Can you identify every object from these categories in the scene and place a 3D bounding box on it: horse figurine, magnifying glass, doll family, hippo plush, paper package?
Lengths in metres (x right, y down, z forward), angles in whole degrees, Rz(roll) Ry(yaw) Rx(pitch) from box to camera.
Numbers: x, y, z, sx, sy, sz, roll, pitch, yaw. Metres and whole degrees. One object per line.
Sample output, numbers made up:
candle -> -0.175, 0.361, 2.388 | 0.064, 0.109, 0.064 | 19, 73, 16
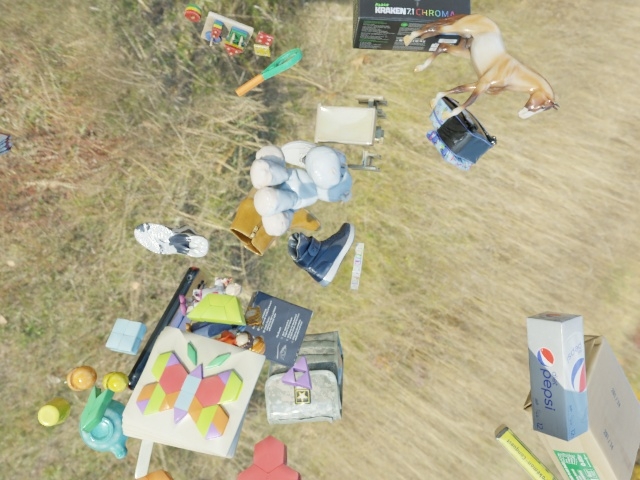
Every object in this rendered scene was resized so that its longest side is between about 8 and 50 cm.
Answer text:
horse figurine -> 0.241, -0.287, 0.883 | 0.174, 0.264, 0.066 | -20, 149, 5
magnifying glass -> -0.154, -0.505, 1.666 | 0.230, 0.092, 0.026 | -31, 123, 2
doll family -> -0.200, 0.193, 1.173 | 0.163, 0.263, 0.119 | -14, 126, -8
hippo plush -> -0.034, -0.130, 1.500 | 0.294, 0.236, 0.235 | 63, 24, -49
paper package -> 0.757, 0.489, 1.581 | 0.309, 0.168, 0.325 | -45, 109, -38

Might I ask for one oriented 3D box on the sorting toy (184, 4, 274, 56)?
sorting toy -> -0.269, -0.591, 1.627 | 0.274, 0.132, 0.046 | 15, 76, -19

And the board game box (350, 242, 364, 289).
board game box -> 0.122, 0.087, 1.838 | 0.154, 0.026, 0.104 | 90, 9, -64

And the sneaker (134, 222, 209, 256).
sneaker -> -0.482, -0.007, 1.813 | 0.234, 0.153, 0.094 | 6, 94, -13

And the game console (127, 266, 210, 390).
game console -> -0.457, 0.273, 1.708 | 0.387, 0.060, 0.342 | -64, -177, -13

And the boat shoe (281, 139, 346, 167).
boat shoe -> -0.040, -0.299, 1.977 | 0.084, 0.257, 0.095 | -45, 136, -54

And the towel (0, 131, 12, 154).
towel -> -0.723, -0.142, 0.912 | 0.329, 0.236, 0.037 | -54, 158, -58

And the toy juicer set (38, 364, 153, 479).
toy juicer set -> -0.540, 0.451, 1.445 | 0.209, 0.328, 0.089 | -59, -178, -7

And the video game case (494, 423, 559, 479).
video game case -> 0.453, 0.480, 1.116 | 0.035, 0.248, 0.275 | -44, 157, 0

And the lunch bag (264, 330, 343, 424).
lunch bag -> -0.047, 0.451, 1.785 | 0.287, 0.235, 0.169 | -88, 169, -48

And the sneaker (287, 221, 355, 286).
sneaker -> 0.001, 0.000, 1.617 | 0.086, 0.163, 0.226 | -34, -158, 55

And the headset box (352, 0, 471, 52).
headset box -> 0.200, -0.584, 1.242 | 0.131, 0.246, 0.283 | 107, -14, -79

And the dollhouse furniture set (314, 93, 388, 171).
dollhouse furniture set -> 0.094, -0.318, 1.611 | 0.242, 0.160, 0.212 | -8, 104, -76

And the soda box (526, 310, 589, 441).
soda box -> 0.568, 0.320, 1.326 | 0.091, 0.098, 0.287 | -8, 95, -33

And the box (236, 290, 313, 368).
box -> -0.123, 0.229, 1.434 | 0.093, 0.158, 0.156 | 158, -47, -74

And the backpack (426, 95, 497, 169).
backpack -> 0.345, -0.287, 1.432 | 0.158, 0.173, 0.117 | 9, 133, -50

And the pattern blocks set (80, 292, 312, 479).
pattern blocks set -> -0.169, 0.202, 0.738 | 0.026, 0.324, 0.286 | 62, 28, -56

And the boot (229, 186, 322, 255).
boot -> -0.148, -0.037, 1.836 | 0.295, 0.104, 0.211 | 32, 65, -22
